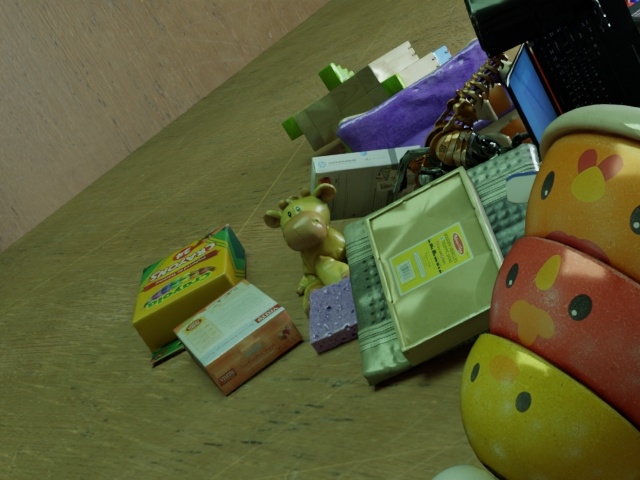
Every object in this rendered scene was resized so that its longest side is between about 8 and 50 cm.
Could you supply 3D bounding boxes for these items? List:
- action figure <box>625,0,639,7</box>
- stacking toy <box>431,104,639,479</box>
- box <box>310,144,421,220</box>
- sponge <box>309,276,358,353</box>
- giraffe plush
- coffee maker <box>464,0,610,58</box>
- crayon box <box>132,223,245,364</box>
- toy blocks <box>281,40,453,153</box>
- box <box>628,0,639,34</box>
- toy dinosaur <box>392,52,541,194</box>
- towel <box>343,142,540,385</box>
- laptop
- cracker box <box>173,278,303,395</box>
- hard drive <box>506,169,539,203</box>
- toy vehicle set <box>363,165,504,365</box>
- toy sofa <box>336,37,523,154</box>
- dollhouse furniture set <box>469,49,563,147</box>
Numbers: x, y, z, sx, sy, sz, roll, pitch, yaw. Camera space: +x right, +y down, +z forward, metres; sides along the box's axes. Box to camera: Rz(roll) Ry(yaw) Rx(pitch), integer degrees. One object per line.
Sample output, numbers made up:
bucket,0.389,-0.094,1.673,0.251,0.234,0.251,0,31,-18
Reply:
action figure,0.643,-0.481,2.182,0.091,0.139,0.280,-41,20,-30
stacking toy,0.257,0.141,1.097,0.480,0.350,0.350,-54,24,-10
box,0.077,-0.094,1.931,0.186,0.145,0.038,-8,56,-8
sponge,0.080,0.088,1.729,0.210,0.031,0.117,-24,34,16
giraffe plush,0.000,0.000,1.881,0.181,0.170,0.210,-34,20,-8
coffee maker,0.307,-0.350,1.661,0.178,0.120,0.171,-22,28,11
crayon box,-0.244,0.095,2.138,0.202,0.081,0.318,-28,20,6
toy blocks,0.124,-0.339,2.522,0.261,0.190,0.381,-36,6,-40
box,0.606,-0.308,1.760,0.143,0.165,0.270,-33,20,-5
toy dinosaur,0.234,-0.123,1.753,0.164,0.218,0.322,-97,24,-53
towel,0.188,0.034,1.600,0.324,0.056,0.312,-24,44,17
laptop,0.414,-0.221,1.725,0.264,0.234,0.136,-31,21,-3
cracker box,-0.141,0.155,1.866,0.156,0.067,0.232,-35,19,-10
hard drive,0.419,-0.079,1.420,0.319,0.040,0.210,-5,0,-39
toy vehicle set,0.162,0.029,1.553,0.166,0.035,0.267,-28,42,14
toy sofa,0.220,-0.213,2.073,0.362,0.177,0.150,-32,19,-5
dollhouse furniture set,0.378,-0.304,1.941,0.262,0.259,0.135,-34,16,-6
